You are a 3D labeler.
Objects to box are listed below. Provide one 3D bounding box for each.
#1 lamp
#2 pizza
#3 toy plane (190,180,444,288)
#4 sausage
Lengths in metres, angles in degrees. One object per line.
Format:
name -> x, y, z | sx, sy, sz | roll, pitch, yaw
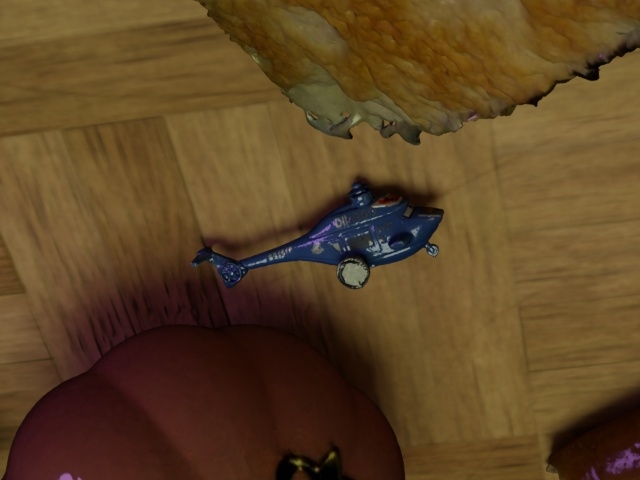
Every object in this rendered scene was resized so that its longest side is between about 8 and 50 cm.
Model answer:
lamp -> -0.089, 0.199, 1.088 | 0.305, 0.240, 0.305 | -8, 105, -30
pizza -> 0.024, -0.185, 0.726 | 0.392, 0.080, 0.435 | 13, 153, 47
toy plane -> 0.000, 0.000, 1.038 | 0.167, 0.054, 0.062 | -15, 104, 14
sausage -> 0.298, 0.139, 1.127 | 0.302, 0.076, 0.103 | -19, 136, 20
